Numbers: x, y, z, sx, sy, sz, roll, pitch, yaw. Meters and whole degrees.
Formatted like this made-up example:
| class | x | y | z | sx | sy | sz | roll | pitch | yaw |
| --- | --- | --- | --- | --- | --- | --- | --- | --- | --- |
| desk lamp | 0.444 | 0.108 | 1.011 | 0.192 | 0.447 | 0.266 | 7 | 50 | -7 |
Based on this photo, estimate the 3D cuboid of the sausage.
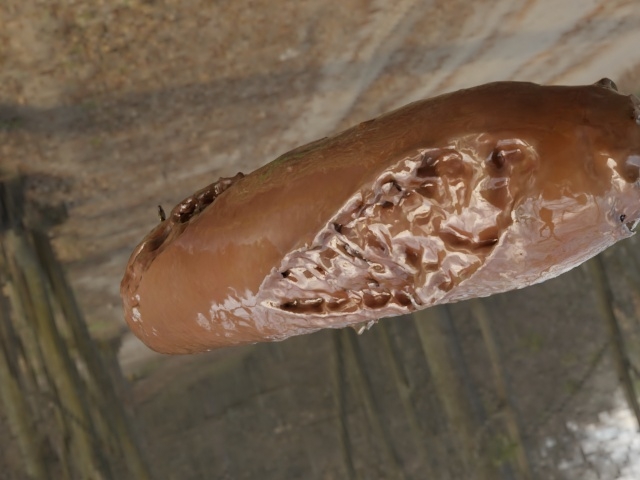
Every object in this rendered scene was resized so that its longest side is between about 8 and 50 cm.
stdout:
| class | x | y | z | sx | sy | sz | roll | pitch | yaw |
| --- | --- | --- | --- | --- | --- | --- | --- | --- | --- |
| sausage | -0.002 | 0.000 | 0.521 | 0.087 | 0.079 | 0.326 | -12 | 177 | -33 |
